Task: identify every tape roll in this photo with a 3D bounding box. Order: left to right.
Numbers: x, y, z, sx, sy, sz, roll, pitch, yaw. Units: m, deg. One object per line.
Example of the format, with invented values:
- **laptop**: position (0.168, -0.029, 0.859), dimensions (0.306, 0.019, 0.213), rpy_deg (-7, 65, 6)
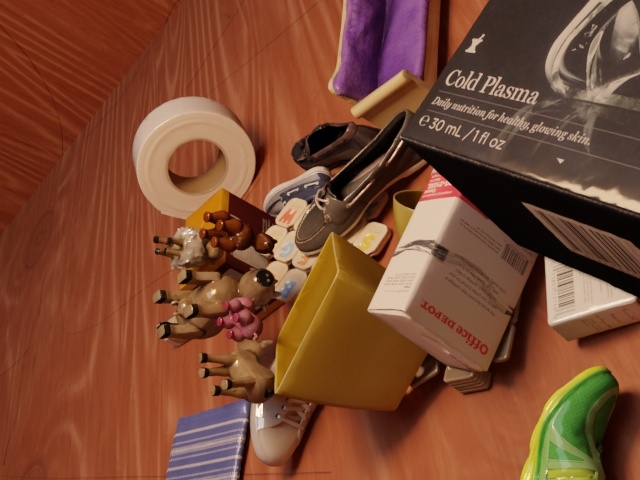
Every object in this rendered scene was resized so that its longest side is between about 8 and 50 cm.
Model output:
- **tape roll**: position (-0.302, -0.193, 2.201), dimensions (0.286, 0.286, 0.100), rpy_deg (-52, 32, 15)

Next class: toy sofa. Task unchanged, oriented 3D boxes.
- **toy sofa**: position (0.142, -0.404, 1.818), dimensions (0.150, 0.177, 0.363), rpy_deg (-29, 42, 42)

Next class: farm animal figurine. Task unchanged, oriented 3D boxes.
- **farm animal figurine**: position (-0.161, 0.123, 1.644), dimensions (0.326, 0.172, 0.331), rpy_deg (-12, 75, 50)

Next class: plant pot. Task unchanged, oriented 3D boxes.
- **plant pot**: position (0.058, 0.142, 1.432), dimensions (0.212, 0.187, 0.212), rpy_deg (-63, 10, 14)
- **plant pot**: position (0.179, -0.018, 1.512), dimensions (0.134, 0.134, 0.095), rpy_deg (-135, 48, -59)

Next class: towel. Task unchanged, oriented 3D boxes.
- **towel**: position (-0.228, 0.482, 1.785), dimensions (0.243, 0.040, 0.336), rpy_deg (-24, 48, 43)

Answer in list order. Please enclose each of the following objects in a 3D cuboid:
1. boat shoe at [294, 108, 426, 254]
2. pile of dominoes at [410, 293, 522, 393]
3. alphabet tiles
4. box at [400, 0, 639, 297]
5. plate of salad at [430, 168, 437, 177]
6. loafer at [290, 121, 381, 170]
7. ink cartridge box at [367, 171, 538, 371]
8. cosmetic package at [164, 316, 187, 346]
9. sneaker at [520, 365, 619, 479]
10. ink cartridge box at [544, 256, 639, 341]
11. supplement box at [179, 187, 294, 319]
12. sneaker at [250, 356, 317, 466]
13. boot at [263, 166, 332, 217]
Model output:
- **boat shoe**: position (0.064, -0.112, 1.703), dimensions (0.335, 0.095, 0.112), rpy_deg (-40, 36, 8)
- **pile of dominoes**: position (0.238, 0.111, 1.409), dimensions (0.196, 0.040, 0.251), rpy_deg (-23, 39, 47)
- **alphabet tiles**: position (0.000, 0.000, 1.757), dimensions (0.284, 0.021, 0.278), rpy_deg (19, 68, 46)
- **box**: position (0.428, -0.188, 1.035), dimensions (0.472, 0.297, 0.480), rpy_deg (-56, 35, -4)
- **plate of salad**: position (0.261, -0.136, 1.502), dimensions (0.199, 0.048, 0.200), rpy_deg (-26, 33, 19)
- **loafer**: position (0.018, -0.208, 1.918), dimensions (0.302, 0.095, 0.109), rpy_deg (3, 67, 57)
- **ink cartridge box**: position (0.197, 0.042, 1.316), dimensions (0.100, 0.172, 0.237), rpy_deg (-5, 54, 59)
- **cosmetic package**: position (-0.307, 0.194, 2.125), dimensions (0.115, 0.041, 0.060), rpy_deg (-33, 40, 39)
- **sneaker**: position (0.301, 0.295, 1.100), dimensions (0.123, 0.109, 0.296), rpy_deg (17, 77, 36)
- **ink cartridge box**: position (0.411, -0.026, 1.221), dimensions (0.238, 0.060, 0.275), rpy_deg (-22, 47, 36)
- **supplement box**: position (-0.168, 0.034, 1.898), dimensions (0.129, 0.194, 0.191), rpy_deg (-37, 38, 34)
- **sneaker**: position (-0.036, 0.249, 1.610), dimensions (0.123, 0.106, 0.290), rpy_deg (-17, 50, 53)
- **boot**: position (-0.054, -0.079, 1.945), dimensions (0.190, 0.069, 0.086), rpy_deg (-33, 38, 36)
